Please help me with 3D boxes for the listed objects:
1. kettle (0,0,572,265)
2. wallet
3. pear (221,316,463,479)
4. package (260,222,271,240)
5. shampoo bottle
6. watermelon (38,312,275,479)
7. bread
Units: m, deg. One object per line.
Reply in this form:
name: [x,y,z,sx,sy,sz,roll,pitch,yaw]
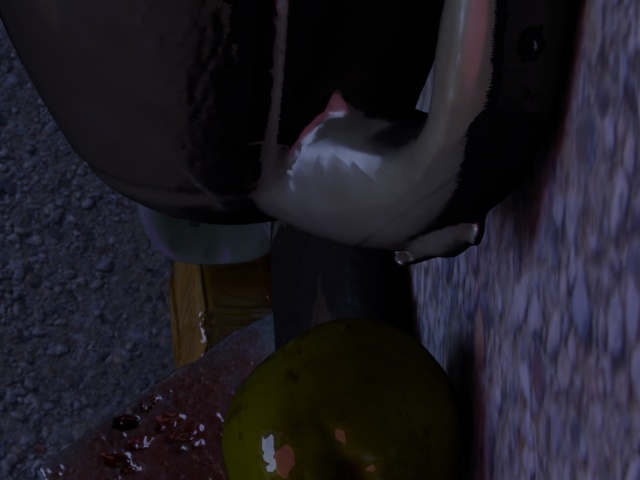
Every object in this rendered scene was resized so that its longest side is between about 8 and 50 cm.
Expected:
kettle: [-0.014,-0.146,0.667,0.321,0.228,0.324,30,131,47]
wallet: [0.000,0.000,1.046,0.170,0.044,0.321,110,162,-44]
pear: [0.011,0.086,0.770,0.131,0.107,0.107,-57,-32,-79]
package: [-0.022,-0.115,1.335,0.204,0.062,0.251,111,162,-72]
shampoo bottle: [-0.108,-0.148,1.743,0.349,0.151,0.222,-97,4,-48]
watermelon: [-0.104,0.169,1.314,0.094,0.241,0.154,60,-166,-49]
bread: [-0.092,0.071,1.798,0.132,0.114,0.190,113,149,-51]
